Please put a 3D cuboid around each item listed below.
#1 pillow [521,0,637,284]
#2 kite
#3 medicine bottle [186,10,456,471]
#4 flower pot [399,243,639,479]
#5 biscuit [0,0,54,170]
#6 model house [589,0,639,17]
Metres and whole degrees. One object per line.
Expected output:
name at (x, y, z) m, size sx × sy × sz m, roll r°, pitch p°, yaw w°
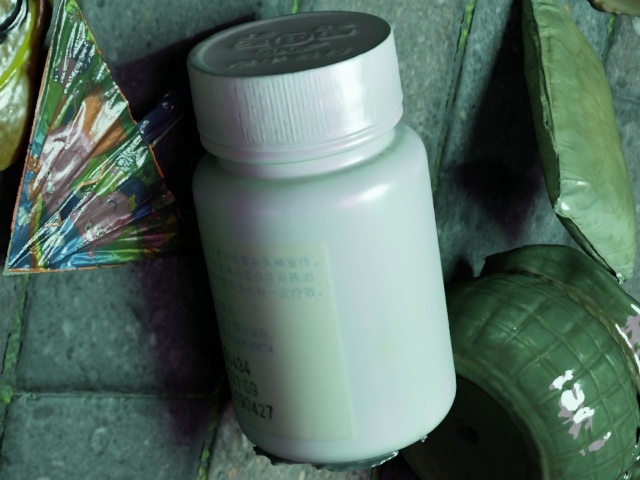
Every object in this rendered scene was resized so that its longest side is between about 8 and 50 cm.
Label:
pillow at (0.275, -0.113, 1.773) m, size 0.185 × 0.075 × 0.302 m, roll 39°, pitch 39°, yaw -48°
kite at (-0.197, -0.057, 1.412) m, size 0.234 × 0.016 × 0.321 m, roll -48°, pitch 137°, yaw -25°
medicine bottle at (0.000, 0.000, 1.510) m, size 0.213 × 0.213 × 0.379 m, roll -28°, pitch 120°, yaw -37°
flower pot at (0.215, 0.170, 1.728) m, size 0.213 × 0.301 × 0.302 m, roll -35°, pitch 124°, yaw -36°
biscuit at (-0.294, -0.179, 1.291) m, size 0.208 × 0.041 × 0.290 m, roll -51°, pitch 132°, yaw -24°
model house at (0.377, -0.337, 1.815) m, size 0.166 × 0.183 × 0.172 m, roll 26°, pitch 83°, yaw -46°
